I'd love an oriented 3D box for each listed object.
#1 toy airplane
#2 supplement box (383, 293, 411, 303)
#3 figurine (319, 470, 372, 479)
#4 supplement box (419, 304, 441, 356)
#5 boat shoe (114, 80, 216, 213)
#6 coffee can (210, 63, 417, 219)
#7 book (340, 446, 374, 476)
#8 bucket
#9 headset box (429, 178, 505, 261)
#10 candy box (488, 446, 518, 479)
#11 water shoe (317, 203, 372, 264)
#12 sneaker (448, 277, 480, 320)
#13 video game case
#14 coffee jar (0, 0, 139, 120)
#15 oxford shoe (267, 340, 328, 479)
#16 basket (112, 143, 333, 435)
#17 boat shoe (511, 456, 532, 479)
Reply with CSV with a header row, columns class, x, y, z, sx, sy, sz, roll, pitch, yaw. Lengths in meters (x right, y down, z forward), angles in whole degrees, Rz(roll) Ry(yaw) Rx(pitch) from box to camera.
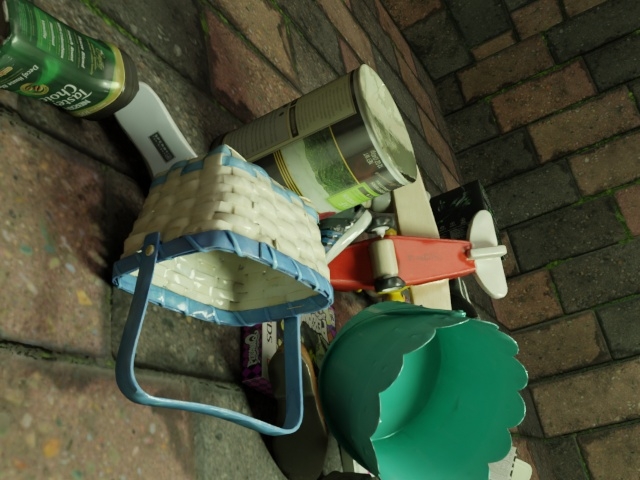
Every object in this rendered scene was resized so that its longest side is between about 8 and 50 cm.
class,x,y,z,sx,sy,sz,roll,pitch,yaw
toy airplane,0.197,0.053,1.324,0.384,0.272,0.386,42,57,-12
supplement box,0.193,0.171,1.494,0.083,0.055,0.043,43,34,-45
figurine,0.037,0.459,0.858,0.215,0.093,0.209,-31,107,-68
supplement box,0.175,0.247,1.153,0.114,0.111,0.220,-101,170,-58
boat shoe,-0.204,-0.106,0.829,0.228,0.080,0.076,60,-4,-21
coffee can,-0.010,-0.135,1.017,0.201,0.276,0.201,48,30,-40
book,0.079,0.364,1.091,0.144,0.035,0.096,31,46,-56
bucket,0.141,0.225,0.921,0.281,0.281,0.183,58,-19,-24
headset box,0.413,-0.033,1.931,0.131,0.247,0.283,53,26,-32
candy box,0.404,0.592,1.478,0.233,0.071,0.159,-7,112,-67
water shoe,0.000,0.000,1.107,0.203,0.073,0.080,-42,90,-22
sneaker,0.394,0.266,1.716,0.257,0.169,0.447,48,27,-37
video game case,-0.042,0.157,0.988,0.232,0.042,0.210,43,35,-46
coffee jar,-0.287,-0.190,0.672,0.184,0.096,0.079,12,62,-63
oxford shoe,-0.026,0.234,0.860,0.076,0.076,0.212,-66,155,-73
basket,-0.104,0.063,0.721,0.255,0.201,0.288,35,43,-45
boat shoe,0.448,0.573,1.666,0.305,0.109,0.091,40,-7,-32
